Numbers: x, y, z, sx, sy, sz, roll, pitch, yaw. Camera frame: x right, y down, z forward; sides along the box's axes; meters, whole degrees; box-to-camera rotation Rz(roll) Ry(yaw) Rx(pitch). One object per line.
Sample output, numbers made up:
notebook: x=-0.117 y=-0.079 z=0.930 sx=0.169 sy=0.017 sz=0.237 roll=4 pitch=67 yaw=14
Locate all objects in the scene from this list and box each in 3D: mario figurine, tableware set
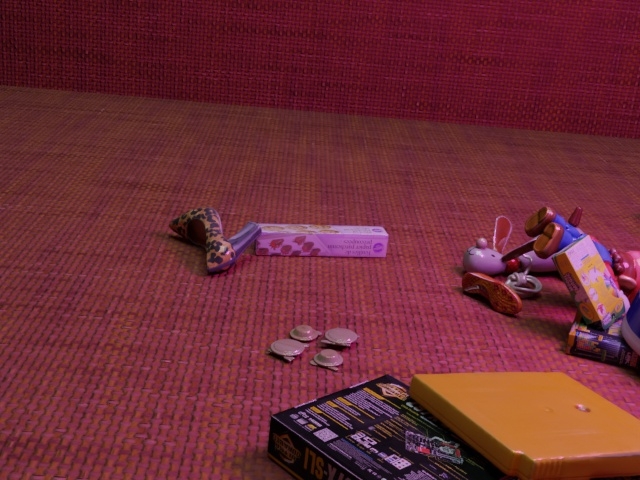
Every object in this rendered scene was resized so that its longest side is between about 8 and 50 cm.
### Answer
mario figurine: x=0.582 y=0.068 z=2.028 sx=0.321 sy=0.198 sz=0.170 roll=30 pitch=-27 yaw=-19
tableware set: x=-0.011 y=0.198 z=1.760 sx=0.141 sy=0.020 sz=0.169 roll=10 pitch=22 yaw=19

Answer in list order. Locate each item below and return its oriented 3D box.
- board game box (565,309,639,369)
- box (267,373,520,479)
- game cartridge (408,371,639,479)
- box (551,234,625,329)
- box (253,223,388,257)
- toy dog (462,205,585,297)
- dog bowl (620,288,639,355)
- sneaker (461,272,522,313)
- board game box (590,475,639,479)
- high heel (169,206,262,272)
board game box: x=0.585 y=0.195 z=1.879 sx=0.141 sy=0.048 sz=0.170 roll=11 pitch=21 yaw=19
box: x=0.117 y=0.323 z=1.369 sx=0.257 sy=0.079 sz=0.322 roll=-10 pitch=25 yaw=-41
game cartridge: x=0.342 y=0.282 z=1.419 sx=0.324 sy=0.052 sz=0.285 roll=3 pitch=16 yaw=-29
box: x=0.552 y=0.089 z=1.880 sx=0.105 sy=0.179 sz=0.043 roll=-27 pitch=-3 yaw=-40
box: x=0.000 y=0.000 z=2.239 sx=0.324 sy=0.063 sz=0.067 roll=2 pitch=22 yaw=-10
toy dog: x=0.517 y=0.002 z=2.200 sx=0.334 sy=0.161 sz=0.220 roll=-13 pitch=26 yaw=-34
dog bowl: x=0.731 y=0.181 z=1.792 sx=0.265 sy=0.104 sz=0.265 roll=15 pitch=25 yaw=-7
sneaker: x=0.390 y=0.111 z=2.041 sx=0.067 sy=0.064 sz=0.175 roll=4 pitch=20 yaw=-35
board game box: x=0.502 y=0.388 z=1.348 sx=0.136 sy=0.035 sz=0.201 roll=-1 pitch=21 yaw=-17
high heel: x=-0.289 y=0.004 z=2.147 sx=0.261 sy=0.093 sz=0.186 roll=7 pitch=34 yaw=30
